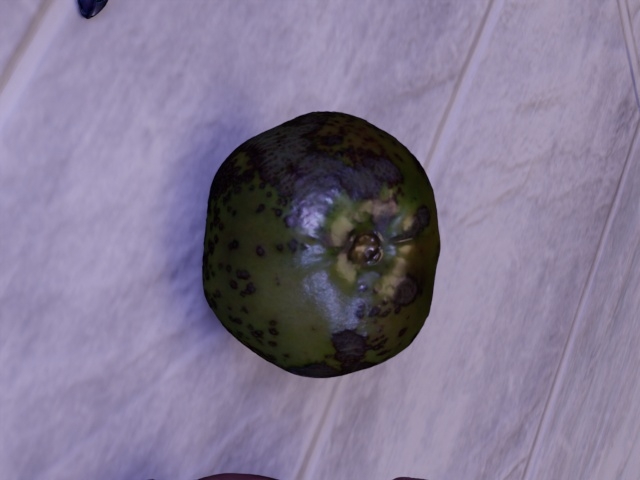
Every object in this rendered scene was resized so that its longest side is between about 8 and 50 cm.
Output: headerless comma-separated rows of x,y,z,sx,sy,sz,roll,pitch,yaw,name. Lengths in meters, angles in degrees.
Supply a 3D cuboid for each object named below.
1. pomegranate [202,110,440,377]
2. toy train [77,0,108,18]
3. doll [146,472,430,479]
0.010,-0.001,0.877,0.163,0.125,0.138,-21,103,-63,pomegranate
-0.102,-0.137,0.726,0.017,0.017,0.083,-47,138,-49,toy train
0.010,0.197,0.868,0.256,0.196,0.152,8,89,-58,doll
